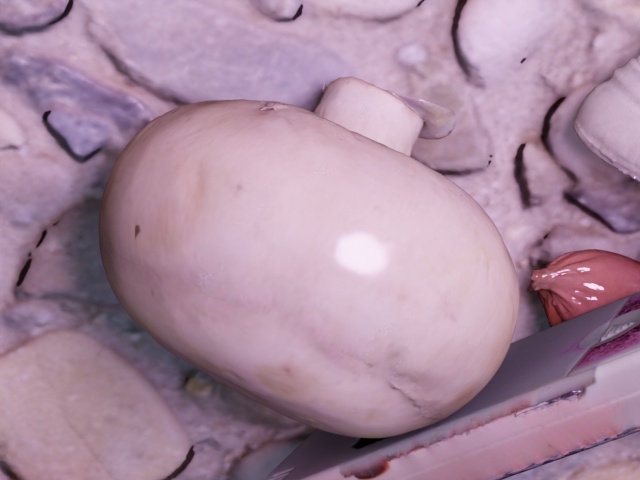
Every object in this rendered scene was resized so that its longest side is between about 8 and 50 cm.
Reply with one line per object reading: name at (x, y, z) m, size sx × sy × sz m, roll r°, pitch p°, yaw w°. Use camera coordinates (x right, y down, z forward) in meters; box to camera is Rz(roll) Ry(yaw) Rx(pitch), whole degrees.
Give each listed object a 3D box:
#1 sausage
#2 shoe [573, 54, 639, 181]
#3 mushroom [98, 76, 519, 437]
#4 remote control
sausage at (0.288, 0.128, 1.201) m, size 0.088 × 0.088 × 0.433 m, roll -40°, pitch 121°, yaw 19°
shoe at (0.312, -0.062, 1.013) m, size 0.316 × 0.124 × 0.159 m, roll 23°, pitch 105°, yaw 10°
mushroom at (0.000, 0.000, 1.008) m, size 0.246 × 0.202 × 0.246 m, roll 22°, pitch 160°, yaw 9°
remote control at (0.112, 0.100, 1.060) m, size 0.344 × 0.145 × 0.050 m, roll -25°, pitch 97°, yaw 34°
